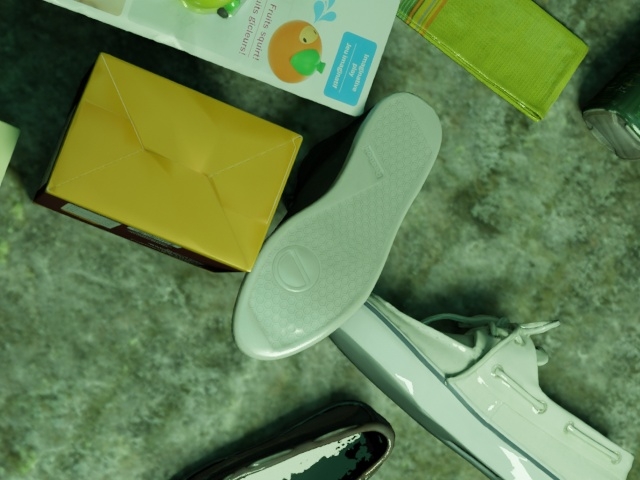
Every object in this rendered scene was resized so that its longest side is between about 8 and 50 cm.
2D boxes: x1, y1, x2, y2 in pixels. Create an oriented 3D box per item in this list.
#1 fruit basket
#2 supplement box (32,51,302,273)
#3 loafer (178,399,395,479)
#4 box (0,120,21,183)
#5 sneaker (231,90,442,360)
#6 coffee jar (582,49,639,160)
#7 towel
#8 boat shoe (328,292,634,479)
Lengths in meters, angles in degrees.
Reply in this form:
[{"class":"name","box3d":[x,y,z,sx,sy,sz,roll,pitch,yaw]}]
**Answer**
[{"class":"fruit basket","box3d":[-0.048,-0.308,1.387,0.353,0.165,0.327,19,91,-27]},{"class":"supplement box","box3d":[-0.143,-0.063,1.461,0.191,0.194,0.129,22,84,-12]},{"class":"loafer","box3d":[-0.060,0.249,1.525,0.302,0.095,0.109,-33,96,-12]},{"class":"box","box3d":[-0.420,-0.044,1.399,0.243,0.117,0.214,22,83,-30]},{"class":"sneaker","box3d":[0.000,0.000,1.510,0.104,0.147,0.296,37,68,-9]},{"class":"coffee jar","box3d":[0.357,-0.168,1.637,0.184,0.096,0.079,-46,102,-10]},{"class":"towel","box3d":[0.157,-0.228,1.629,0.237,0.021,0.102,37,82,-11]},{"class":"boat shoe","box3d":[0.169,0.130,1.566,0.367,0.136,0.156,39,80,-13]}]
